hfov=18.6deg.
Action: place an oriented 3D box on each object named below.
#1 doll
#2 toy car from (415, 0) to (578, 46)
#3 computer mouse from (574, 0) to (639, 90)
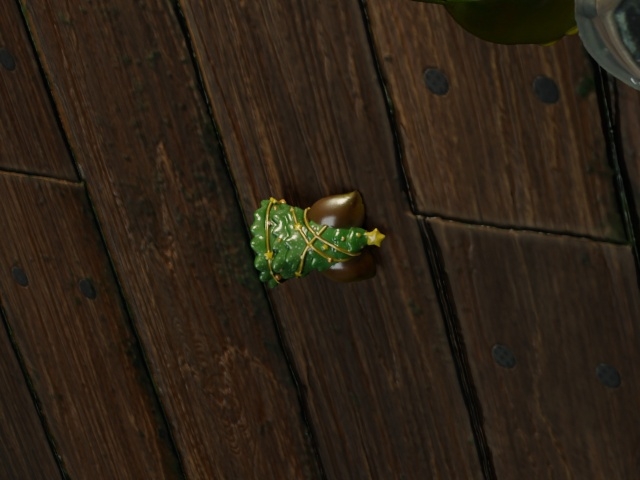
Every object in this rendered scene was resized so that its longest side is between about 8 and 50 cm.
[{"bbox_3d":[-0.008,0.004,1.614,0.113,0.077,0.078,5,114,41],"label":"doll"},{"bbox_3d":[0.093,-0.231,1.232,0.204,0.198,0.248,-20,107,48],"label":"toy car"},{"bbox_3d":[0.317,-0.201,1.115,0.389,0.115,0.199,-25,122,30],"label":"computer mouse"}]
